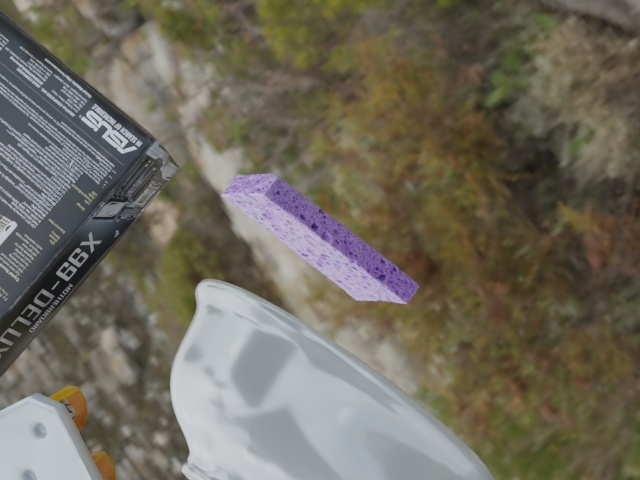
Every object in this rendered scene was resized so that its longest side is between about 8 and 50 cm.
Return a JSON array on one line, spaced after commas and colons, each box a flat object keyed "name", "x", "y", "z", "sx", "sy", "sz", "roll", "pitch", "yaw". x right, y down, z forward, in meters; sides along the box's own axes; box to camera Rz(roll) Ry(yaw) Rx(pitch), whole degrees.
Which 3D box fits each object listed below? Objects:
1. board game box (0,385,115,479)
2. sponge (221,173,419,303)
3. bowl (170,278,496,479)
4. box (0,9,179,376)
[{"name": "board game box", "x": -0.212, "y": 0.329, "z": 0.903, "sx": 0.390, "sy": 0.390, "sz": 0.050, "roll": 63, "pitch": -155, "yaw": -1}, {"name": "sponge", "x": 0.000, "y": 0.000, "z": 1.542, "sx": 0.210, "sy": 0.031, "sz": 0.117, "roll": 38, "pitch": 165, "yaw": -23}, {"name": "bowl", "x": -0.015, "y": 0.171, "z": 1.146, "sx": 0.297, "sy": 0.134, "sz": 0.298, "roll": 33, "pitch": 166, "yaw": 9}, {"name": "box", "x": -0.287, "y": -0.058, "z": 0.939, "sx": 0.307, "sy": 0.242, "sz": 0.076, "roll": 39, "pitch": 175, "yaw": 10}]
